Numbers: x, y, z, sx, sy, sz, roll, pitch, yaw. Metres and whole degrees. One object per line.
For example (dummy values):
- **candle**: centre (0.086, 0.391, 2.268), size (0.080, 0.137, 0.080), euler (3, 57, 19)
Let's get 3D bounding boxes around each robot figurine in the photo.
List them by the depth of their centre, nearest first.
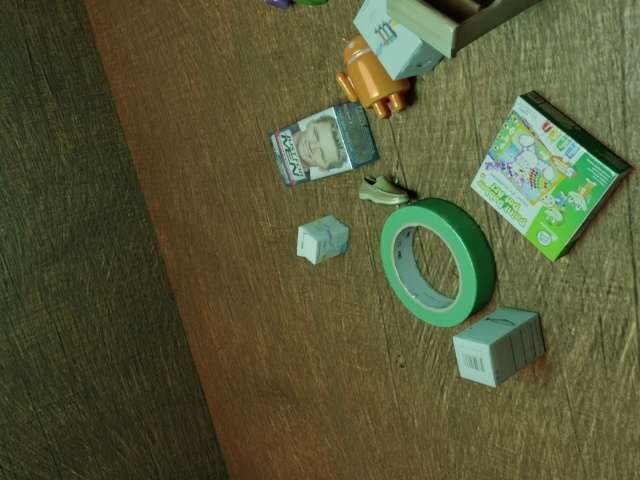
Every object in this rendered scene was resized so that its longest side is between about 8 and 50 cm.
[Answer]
- **robot figurine**: centre (0.129, -0.397, 1.508), size (0.158, 0.128, 0.219), euler (-22, 90, 58)

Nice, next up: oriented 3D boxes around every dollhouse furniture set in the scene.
- **dollhouse furniture set**: centre (0.255, -0.540, 1.016), size (0.362, 0.256, 0.394), euler (46, 161, 29)

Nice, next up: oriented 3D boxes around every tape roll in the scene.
- **tape roll**: centre (0.287, 0.056, 1.605), size (0.321, 0.077, 0.321), euler (34, 135, 41)

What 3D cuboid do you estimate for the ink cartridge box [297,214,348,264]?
- **ink cartridge box**: centre (0.000, 0.000, 1.922), size (0.090, 0.143, 0.092), euler (39, 138, 37)

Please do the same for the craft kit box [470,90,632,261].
- **craft kit box**: centre (0.447, -0.126, 1.284), size (0.250, 0.061, 0.246), euler (49, 146, 27)

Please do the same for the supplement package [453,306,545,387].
- **supplement package**: centre (0.405, 0.236, 1.445), size (0.105, 0.179, 0.105), euler (5, 113, 54)

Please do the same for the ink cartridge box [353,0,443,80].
- **ink cartridge box**: centre (0.186, -0.462, 1.388), size (0.176, 0.128, 0.127), euler (58, 146, 12)

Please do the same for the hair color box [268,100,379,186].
- **hair color box**: centre (-0.001, -0.266, 1.799), size (0.347, 0.105, 0.173), euler (-8, 103, 56)

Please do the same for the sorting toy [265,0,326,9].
- **sorting toy**: centre (-0.020, -0.681, 1.611), size (0.366, 0.127, 0.126), euler (12, 90, 55)

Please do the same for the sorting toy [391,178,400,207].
- **sorting toy**: centre (0.188, -0.133, 1.691), size (0.062, 0.012, 0.083), euler (36, 136, 40)

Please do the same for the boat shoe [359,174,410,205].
- **boat shoe**: centre (0.161, -0.133, 1.662), size (0.190, 0.068, 0.072), euler (16, 109, 54)
